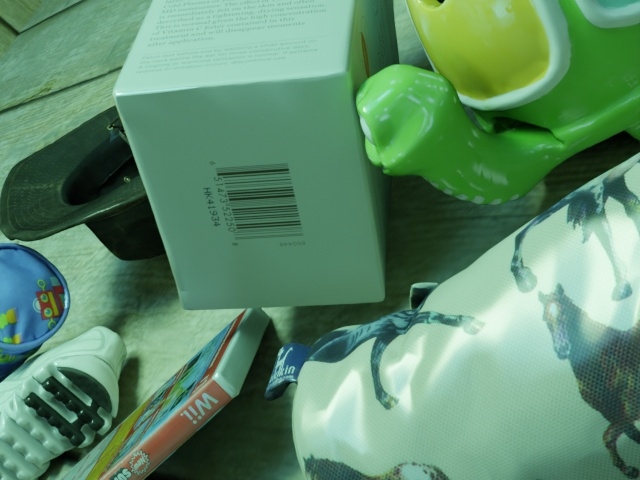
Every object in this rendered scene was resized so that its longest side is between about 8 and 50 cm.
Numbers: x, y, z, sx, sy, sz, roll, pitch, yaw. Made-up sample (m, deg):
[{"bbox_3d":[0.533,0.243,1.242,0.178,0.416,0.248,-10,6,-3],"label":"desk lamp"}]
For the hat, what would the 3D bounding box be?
[{"bbox_3d":[-0.185,-0.065,1.166,0.331,0.134,0.331,-19,32,13],"label":"hat"}]

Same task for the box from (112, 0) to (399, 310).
[{"bbox_3d":[-0.030,-0.137,0.886,0.168,0.215,0.345,-3,40,10],"label":"box"}]

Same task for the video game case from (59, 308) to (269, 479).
[{"bbox_3d":[-0.161,0.176,0.873,0.285,0.025,0.204,-43,6,11],"label":"video game case"}]

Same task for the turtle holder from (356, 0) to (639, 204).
[{"bbox_3d":[0.151,-0.183,0.744,0.320,0.227,0.243,-41,30,13],"label":"turtle holder"}]

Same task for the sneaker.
[{"bbox_3d":[-0.309,0.187,1.079,0.292,0.110,0.118,-32,21,20],"label":"sneaker"}]

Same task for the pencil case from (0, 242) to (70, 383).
[{"bbox_3d":[-0.387,0.119,1.164,0.133,0.119,0.306,-34,-5,-44],"label":"pencil case"}]

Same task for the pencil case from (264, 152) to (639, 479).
[{"bbox_3d":[0.168,0.032,0.530,0.410,0.160,0.183,-34,46,26],"label":"pencil case"}]
